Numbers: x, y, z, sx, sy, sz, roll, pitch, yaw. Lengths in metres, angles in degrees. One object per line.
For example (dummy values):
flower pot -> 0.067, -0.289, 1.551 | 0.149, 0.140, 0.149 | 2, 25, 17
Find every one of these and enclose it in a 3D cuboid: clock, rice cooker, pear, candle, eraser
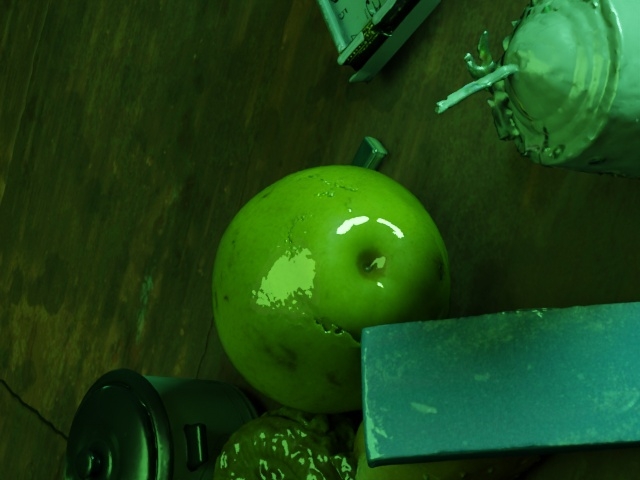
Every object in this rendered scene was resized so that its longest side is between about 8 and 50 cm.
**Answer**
clock -> 0.061, -0.336, 2.000 | 0.186, 0.083, 0.253 | -46, 51, 36
rice cooker -> -0.205, 0.286, 2.106 | 0.280, 0.227, 0.241 | -22, 67, 47
pear -> 0.012, 0.056, 1.877 | 0.336, 0.285, 0.284 | -161, 79, -89
candle -> 0.256, -0.149, 1.541 | 0.187, 0.330, 0.187 | -14, 73, 57
eraser -> 0.194, 0.142, 1.641 | 0.312, 0.042, 0.144 | -5, 71, 13

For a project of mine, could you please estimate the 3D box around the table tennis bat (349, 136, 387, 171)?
table tennis bat -> 0.000, 0.000, 2.065 | 0.173, 0.022, 0.301 | 54, 125, 42

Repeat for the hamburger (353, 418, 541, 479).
hamburger -> 0.126, 0.211, 1.761 | 0.283, 0.157, 0.144 | -43, 60, 29

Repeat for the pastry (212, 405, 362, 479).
pastry -> -0.011, 0.301, 1.956 | 0.235, 0.132, 0.240 | -12, 83, 41
